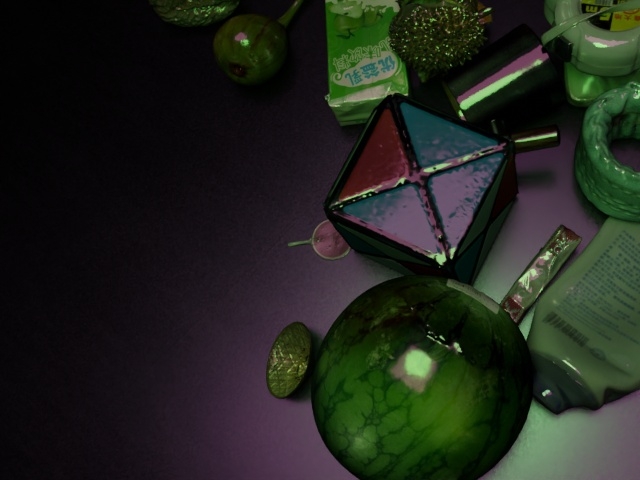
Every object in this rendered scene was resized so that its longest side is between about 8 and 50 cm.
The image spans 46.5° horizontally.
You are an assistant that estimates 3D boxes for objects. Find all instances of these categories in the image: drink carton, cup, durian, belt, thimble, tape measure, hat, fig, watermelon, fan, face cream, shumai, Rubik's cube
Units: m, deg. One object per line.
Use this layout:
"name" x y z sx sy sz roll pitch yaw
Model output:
"drink carton" 0.092 -0.376 1.488 0.161 0.108 0.271 -7 73 13
"cup" 0.336 -0.263 1.342 0.177 0.166 0.239 -28 30 9
"durian" 0.222 -0.397 1.353 0.196 0.167 0.196 -6 77 30
"belt" 0.371 0.077 1.310 0.053 0.071 0.232 37 90 21
"thimble" 0.545 -0.147 1.273 0.198 0.143 0.235 -15 64 4
"tape measure" 0.484 -0.369 1.252 0.236 0.120 0.197 11 66 17
"hat" -0.034 0.228 1.378 0.146 0.067 0.146 -38 41 42
"fig" -0.120 -0.438 1.563 0.151 0.151 0.259 18 56 18
"watermelon" 0.157 0.230 1.179 0.363 0.363 0.363 -4 74 13
"fan" 0.000 0.000 1.460 0.133 0.005 0.085 -7 74 12
"face cream" 0.499 0.115 1.250 0.235 0.137 0.420 38 79 27
"shumai" -0.272 -0.576 1.632 0.206 0.166 0.176 -3 51 13
"Rubik's cube" 0.183 -0.072 1.305 0.248 0.250 0.246 26 82 22

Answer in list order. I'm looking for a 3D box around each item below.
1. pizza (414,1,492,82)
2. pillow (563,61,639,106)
"pizza" 0.246 -0.396 1.478 0.154 0.069 0.194 27 89 20
"pillow" 0.571 -0.409 1.368 0.255 0.120 0.322 -5 77 16
